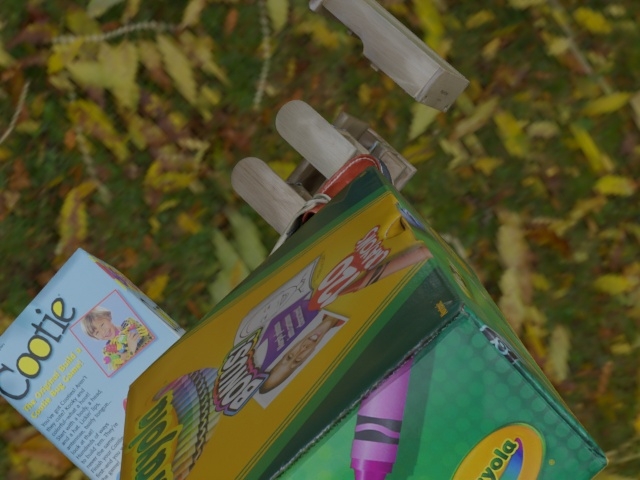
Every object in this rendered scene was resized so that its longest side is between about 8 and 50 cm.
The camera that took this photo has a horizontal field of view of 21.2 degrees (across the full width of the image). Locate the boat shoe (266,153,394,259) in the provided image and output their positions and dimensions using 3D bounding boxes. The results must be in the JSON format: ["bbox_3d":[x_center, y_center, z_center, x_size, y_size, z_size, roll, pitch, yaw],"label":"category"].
[{"bbox_3d":[0.000,0.000,0.980,0.137,0.049,0.043,-58,143,-25],"label":"boat shoe"}]

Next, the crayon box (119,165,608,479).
[{"bbox_3d":[0.002,0.074,0.706,0.165,0.278,0.081,-43,103,5],"label":"crayon box"}]

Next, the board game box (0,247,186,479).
[{"bbox_3d":[-0.143,0.155,1.504,0.275,0.142,0.144,42,88,9],"label":"board game box"}]

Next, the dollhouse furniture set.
[{"bbox_3d":[0.012,-0.131,1.823,0.161,0.212,0.242,43,102,17],"label":"dollhouse furniture set"}]
